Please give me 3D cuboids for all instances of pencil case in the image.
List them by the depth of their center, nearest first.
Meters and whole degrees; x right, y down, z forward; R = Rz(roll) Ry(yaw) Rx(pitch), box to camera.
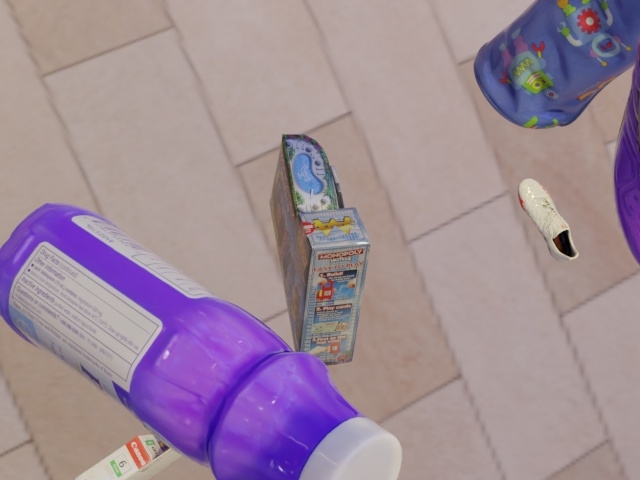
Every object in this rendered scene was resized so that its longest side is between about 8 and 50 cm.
[{"bbox_3d":[0.293,-0.223,1.603,0.119,0.306,0.133,-28,83,-42],"label":"pencil case"}]

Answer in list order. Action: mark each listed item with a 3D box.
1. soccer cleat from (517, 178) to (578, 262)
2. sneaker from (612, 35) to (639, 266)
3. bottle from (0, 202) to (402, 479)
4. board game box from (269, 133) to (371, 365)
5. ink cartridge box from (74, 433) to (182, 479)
[{"bbox_3d":[0.200,-0.017,1.357,0.029,0.035,0.083,-30,100,-11],"label":"soccer cleat"},{"bbox_3d":[0.288,-0.099,1.249,0.102,0.146,0.293,5,102,11],"label":"sneaker"},{"bbox_3d":[-0.076,0.076,0.926,0.092,0.283,0.118,-55,146,-6],"label":"bottle"},{"bbox_3d":[0.000,0.000,1.525,0.060,0.194,0.194,-6,67,-11],"label":"board game box"},{"bbox_3d":[-0.159,0.195,1.406,0.029,0.115,0.063,58,15,15],"label":"ink cartridge box"}]
